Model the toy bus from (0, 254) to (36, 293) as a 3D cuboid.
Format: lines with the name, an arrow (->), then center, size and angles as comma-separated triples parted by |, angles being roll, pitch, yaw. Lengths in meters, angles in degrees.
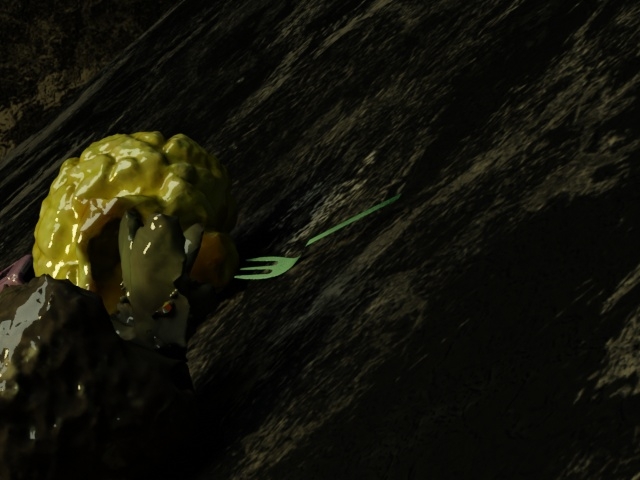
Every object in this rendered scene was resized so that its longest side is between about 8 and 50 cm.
toy bus -> -0.421, 0.098, 2.385 | 0.178, 0.098, 0.087 | -33, 18, 26

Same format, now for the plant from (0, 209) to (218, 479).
plant -> -0.200, 0.114, 1.636 | 0.312, 0.213, 0.215 | -43, 12, -20

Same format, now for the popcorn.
popcorn -> -0.201, 0.011, 1.954 | 0.237, 0.206, 0.251 | -18, 35, 21

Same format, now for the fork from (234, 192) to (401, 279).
fork -> 0.001, 0.002, 1.826 | 0.235, 0.021, 0.039 | -24, 27, 42
